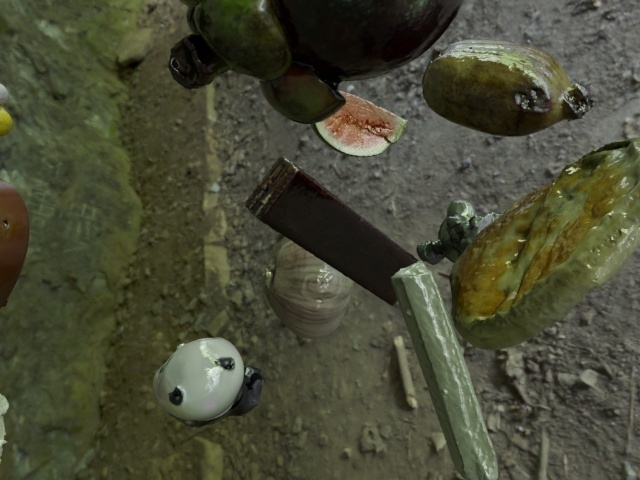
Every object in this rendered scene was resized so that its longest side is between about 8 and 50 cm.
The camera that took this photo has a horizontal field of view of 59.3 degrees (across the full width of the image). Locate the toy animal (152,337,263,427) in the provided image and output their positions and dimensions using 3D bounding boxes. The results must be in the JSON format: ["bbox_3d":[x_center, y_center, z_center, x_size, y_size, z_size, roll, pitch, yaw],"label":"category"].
[{"bbox_3d":[-0.184,0.223,0.916,0.138,0.166,0.179,45,160,25],"label":"toy animal"}]

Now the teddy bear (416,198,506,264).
[{"bbox_3d":[0.298,-0.010,1.178,0.251,0.171,0.144,7,112,65],"label":"teddy bear"}]

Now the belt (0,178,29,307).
[{"bbox_3d":[-0.497,0.030,0.723,0.261,0.184,0.105,-59,-8,8],"label":"belt"}]

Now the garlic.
[{"bbox_3d":[-0.036,0.103,1.585,0.317,0.259,0.318,180,90,-71],"label":"garlic"}]

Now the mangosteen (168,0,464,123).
[{"bbox_3d":[-0.005,-0.270,0.505,0.300,0.300,0.300,-35,47,49],"label":"mangosteen"}]

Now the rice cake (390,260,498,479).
[{"bbox_3d":[0.145,0.149,0.653,0.052,0.057,0.256,-20,87,20],"label":"rice cake"}]

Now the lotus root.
[{"bbox_3d":[0.279,-0.232,0.856,0.260,0.128,0.145,22,65,26],"label":"lotus root"}]

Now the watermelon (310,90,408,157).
[{"bbox_3d":[0.072,-0.292,1.525,0.159,0.303,0.128,-45,34,51],"label":"watermelon"}]

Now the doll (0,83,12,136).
[{"bbox_3d":[-0.513,-0.205,0.617,0.187,0.376,0.366,59,152,34],"label":"doll"}]

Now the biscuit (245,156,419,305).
[{"bbox_3d":[0.041,-0.004,1.013,0.107,0.388,0.073,-52,39,4],"label":"biscuit"}]

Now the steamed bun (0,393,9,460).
[{"bbox_3d":[-0.762,0.327,1.039,0.334,0.312,0.233,50,125,24],"label":"steamed bun"}]

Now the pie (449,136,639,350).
[{"bbox_3d":[0.294,0.001,0.721,0.339,0.077,0.339,-46,7,7],"label":"pie"}]
